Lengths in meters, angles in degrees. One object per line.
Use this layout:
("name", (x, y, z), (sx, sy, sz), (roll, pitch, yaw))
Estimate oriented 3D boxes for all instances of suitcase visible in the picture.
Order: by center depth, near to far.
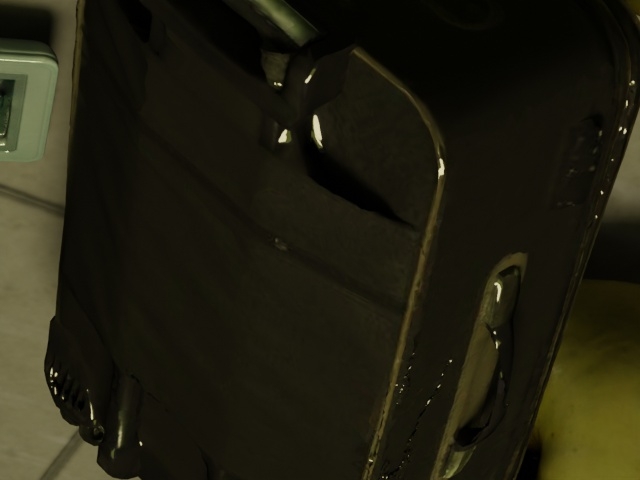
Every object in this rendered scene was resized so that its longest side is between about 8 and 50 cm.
("suitcase", (0.000, 0.000, 0.992), (0.194, 0.283, 0.434), (-28, 145, -33))

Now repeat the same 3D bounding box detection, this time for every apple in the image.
("apple", (0.165, 0.153, 1.198), (0.262, 0.262, 0.262), (-2, 135, -2))

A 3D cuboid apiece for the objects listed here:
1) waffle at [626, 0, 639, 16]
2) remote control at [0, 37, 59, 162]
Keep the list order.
("waffle", (0.227, -0.157, 0.946), (0.211, 0.160, 0.055), (13, 134, -16))
("remote control", (-0.293, -0.091, 1.046), (0.293, 0.051, 0.103), (5, 149, -12))
